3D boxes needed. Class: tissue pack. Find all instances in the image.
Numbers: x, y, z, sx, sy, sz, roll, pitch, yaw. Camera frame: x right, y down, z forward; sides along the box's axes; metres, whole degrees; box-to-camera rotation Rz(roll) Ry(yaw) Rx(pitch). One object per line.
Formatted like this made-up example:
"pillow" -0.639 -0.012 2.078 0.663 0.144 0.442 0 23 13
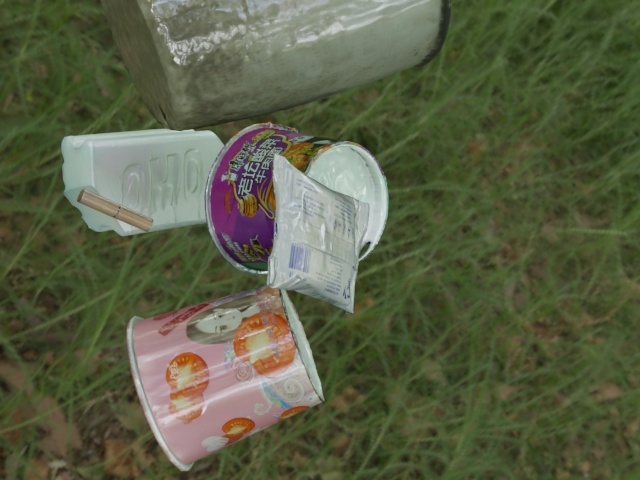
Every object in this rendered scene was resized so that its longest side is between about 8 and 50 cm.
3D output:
"tissue pack" 0.000 0.000 0.938 0.193 0.026 0.122 26 65 -61

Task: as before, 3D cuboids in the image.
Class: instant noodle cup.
"instant noodle cup" -0.132 0.188 1.425 0.243 0.231 0.243 -20 90 -88
"instant noodle cup" -0.025 -0.059 1.503 0.251 0.190 0.251 -6 99 -43

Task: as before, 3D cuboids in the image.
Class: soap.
"soap" -0.305 -0.106 1.710 0.289 0.095 0.172 -11 106 -45

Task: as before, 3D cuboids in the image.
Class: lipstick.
"lipstick" -0.243 -0.035 1.149 0.094 0.019 0.019 26 45 -33

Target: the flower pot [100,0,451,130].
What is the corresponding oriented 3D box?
"flower pot" -0.062 -0.282 1.092 0.330 0.293 0.293 -25 74 -19
